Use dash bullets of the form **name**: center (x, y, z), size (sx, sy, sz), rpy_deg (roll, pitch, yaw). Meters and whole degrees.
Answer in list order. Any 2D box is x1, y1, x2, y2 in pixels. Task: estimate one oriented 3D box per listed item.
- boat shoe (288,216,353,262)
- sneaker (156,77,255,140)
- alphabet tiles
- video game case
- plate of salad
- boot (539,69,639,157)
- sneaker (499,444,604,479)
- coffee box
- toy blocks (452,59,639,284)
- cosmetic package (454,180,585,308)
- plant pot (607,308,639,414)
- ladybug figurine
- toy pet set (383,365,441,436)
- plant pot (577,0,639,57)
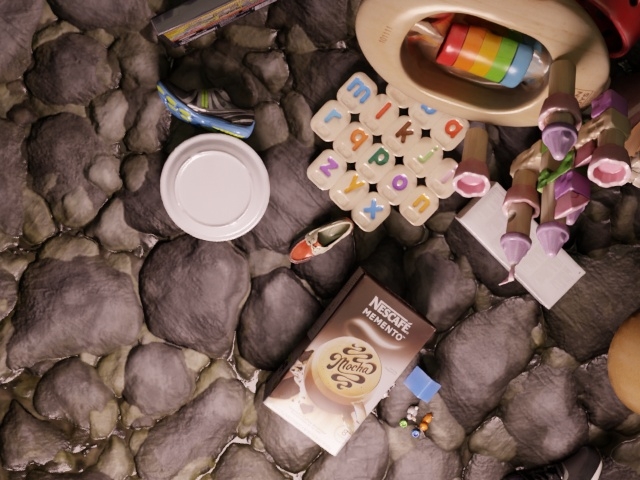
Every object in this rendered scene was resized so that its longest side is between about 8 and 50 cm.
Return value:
- **boat shoe**: center (0.000, 0.000, 1.636), size (0.137, 0.043, 0.049), rpy_deg (-30, 99, 2)
- **sneaker**: center (-0.205, -0.244, 1.595), size (0.188, 0.067, 0.078), rpy_deg (22, 74, -3)
- **alphabet tiles**: center (0.124, -0.167, 1.633), size (0.284, 0.021, 0.278), rpy_deg (43, 93, -6)
- **video game case**: center (-0.140, -0.402, 1.479), size (0.274, 0.248, 0.035), rpy_deg (-25, 99, 0)
- **plate of salad**: center (-0.190, -0.097, 1.614), size (0.199, 0.048, 0.200), rpy_deg (1, 106, 2)
- **boot**: center (0.526, -0.269, 1.605), size (0.206, 0.090, 0.249), rpy_deg (15, 99, -6)
- **sneaker**: center (0.409, 0.479, 1.683), size (0.124, 0.107, 0.283), rpy_deg (42, 93, 0)
- **coffee box**: center (0.050, 0.216, 1.624), size (0.168, 0.119, 0.297), rpy_deg (37, 94, -5)
- **toy blocks**: center (0.414, -0.078, 1.472), size (0.308, 0.288, 0.260), rpy_deg (26, 54, -19)
- **cosmetic package**: center (0.368, 0.007, 1.645), size (0.099, 0.060, 0.239), rpy_deg (-45, 96, 4)
- **plant pot**: center (0.675, 0.244, 1.591), size (0.237, 0.254, 0.237), rpy_deg (0, 95, -2)
- **ladybug figurine**: center (0.282, -0.348, 1.508), size (0.449, 0.305, 0.162), rpy_deg (20, 53, -9)
- **toy pet set**: center (0.174, 0.302, 1.667), size (0.122, 0.065, 0.114), rpy_deg (40, 93, -7)
- **plant pot**: center (0.499, -0.442, 1.539), size (0.191, 0.191, 0.174), rpy_deg (36, 87, -6)
